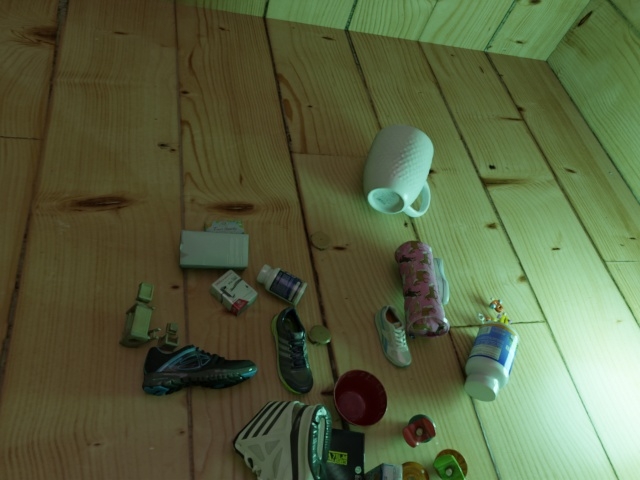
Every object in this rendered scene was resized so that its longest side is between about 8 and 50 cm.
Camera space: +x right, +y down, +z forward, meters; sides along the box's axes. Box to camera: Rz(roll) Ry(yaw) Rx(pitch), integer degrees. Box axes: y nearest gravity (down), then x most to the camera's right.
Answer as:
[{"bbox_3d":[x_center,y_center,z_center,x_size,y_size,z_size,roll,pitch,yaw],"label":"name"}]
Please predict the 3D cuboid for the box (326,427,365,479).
[{"bbox_3d":[0.040,0.668,1.511,0.191,0.045,0.184,14,55,-10],"label":"box"}]

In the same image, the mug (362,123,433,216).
[{"bbox_3d":[0.354,-0.262,2.173,0.374,0.276,0.328,41,52,-27],"label":"mug"}]

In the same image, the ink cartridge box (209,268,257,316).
[{"bbox_3d":[-0.303,0.181,1.733,0.135,0.056,0.099,40,54,10],"label":"ink cartridge box"}]

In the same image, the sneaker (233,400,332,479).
[{"bbox_3d":[-0.121,0.673,1.395,0.258,0.169,0.447,0,75,28],"label":"sneaker"}]

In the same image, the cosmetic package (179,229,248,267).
[{"bbox_3d":[-0.378,0.037,1.763,0.238,0.107,0.127,5,77,-14],"label":"cosmetic package"}]

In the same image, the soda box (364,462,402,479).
[{"bbox_3d":[0.177,0.698,1.447,0.063,0.183,0.058,12,53,-9],"label":"soda box"}]

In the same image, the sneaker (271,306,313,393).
[{"bbox_3d":[-0.091,0.355,1.640,0.111,0.121,0.300,-7,59,-23],"label":"sneaker"}]

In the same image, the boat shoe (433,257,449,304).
[{"bbox_3d":[0.461,0.164,2.009,0.076,0.083,0.226,4,42,-3],"label":"boat shoe"}]

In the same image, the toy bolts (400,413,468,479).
[{"bbox_3d":[0.332,0.675,1.584,0.218,0.158,0.228,-27,73,11],"label":"toy bolts"}]

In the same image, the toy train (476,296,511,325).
[{"bbox_3d":[0.690,0.308,1.997,0.166,0.046,0.125,-26,66,-35],"label":"toy train"}]

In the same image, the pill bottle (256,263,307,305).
[{"bbox_3d":[-0.140,0.155,1.784,0.169,0.094,0.094,29,51,2],"label":"pill bottle"}]

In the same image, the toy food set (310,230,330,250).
[{"bbox_3d":[0.000,0.000,1.992,0.083,0.020,0.082,41,53,11],"label":"toy food set"}]

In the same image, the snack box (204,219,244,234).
[{"bbox_3d":[-0.360,-0.025,1.873,0.141,0.037,0.100,-4,57,-21],"label":"snack box"}]

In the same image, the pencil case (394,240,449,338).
[{"bbox_3d":[0.376,0.179,1.882,0.160,0.167,0.386,17,45,-21],"label":"pencil case"}]

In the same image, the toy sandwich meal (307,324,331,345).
[{"bbox_3d":[-0.004,0.335,1.747,0.086,0.029,0.085,15,42,-14],"label":"toy sandwich meal"}]

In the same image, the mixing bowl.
[{"bbox_3d":[0.114,0.520,1.608,0.181,0.098,0.181,10,53,-13],"label":"mixing bowl"}]

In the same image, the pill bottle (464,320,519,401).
[{"bbox_3d":[0.616,0.440,1.806,0.152,0.152,0.272,32,52,5],"label":"pill bottle"}]

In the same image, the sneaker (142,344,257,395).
[{"bbox_3d":[-0.364,0.379,1.525,0.341,0.125,0.139,1,56,-19],"label":"sneaker"}]

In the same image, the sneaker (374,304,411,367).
[{"bbox_3d":[0.265,0.344,1.792,0.087,0.092,0.228,-8,60,-26],"label":"sneaker"}]

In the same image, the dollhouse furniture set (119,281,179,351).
[{"bbox_3d":[-0.536,0.255,1.600,0.161,0.101,0.182,26,46,-32],"label":"dollhouse furniture set"}]
